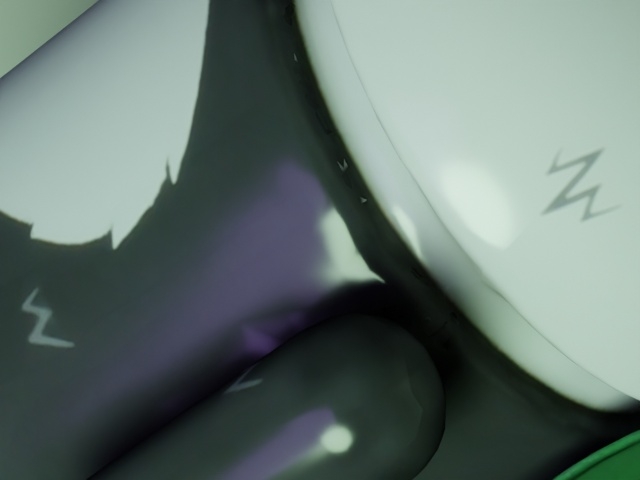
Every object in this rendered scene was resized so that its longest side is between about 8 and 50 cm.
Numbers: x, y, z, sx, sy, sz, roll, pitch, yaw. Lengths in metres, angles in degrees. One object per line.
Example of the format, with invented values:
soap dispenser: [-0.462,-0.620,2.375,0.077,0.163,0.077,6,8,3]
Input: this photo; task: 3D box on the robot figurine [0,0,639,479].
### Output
robot figurine: [-0.001,-0.003,0.471,0.278,0.173,0.209,-32,59,31]

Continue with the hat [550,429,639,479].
hat: [0.109,0.137,0.340,0.173,0.183,0.208,-42,109,11]

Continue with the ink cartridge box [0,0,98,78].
ink cartridge box: [-0.217,-0.085,0.664,0.283,0.207,0.117,-6,73,46]
